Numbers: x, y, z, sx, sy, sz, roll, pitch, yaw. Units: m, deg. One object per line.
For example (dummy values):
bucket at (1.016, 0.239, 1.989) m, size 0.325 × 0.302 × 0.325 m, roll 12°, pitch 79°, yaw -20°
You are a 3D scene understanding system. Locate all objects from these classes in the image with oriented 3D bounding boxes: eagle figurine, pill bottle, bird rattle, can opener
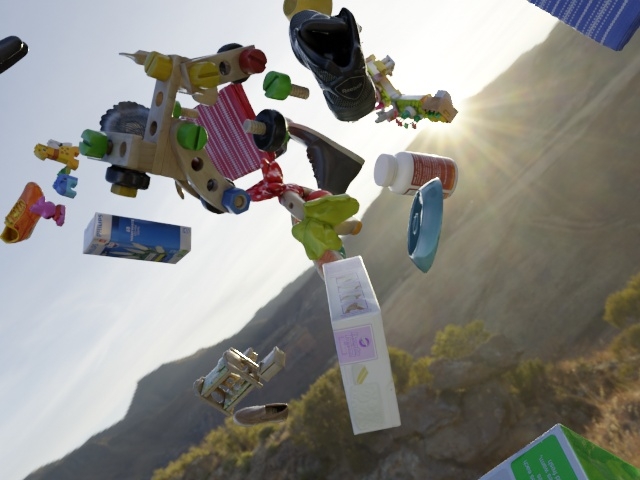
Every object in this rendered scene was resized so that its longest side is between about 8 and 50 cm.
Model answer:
eagle figurine at (-0.523, -0.289, 1.738) m, size 0.225 × 0.298 × 0.226 m, roll 8°, pitch -71°, yaw -48°
pill bottle at (0.263, -0.184, 1.572) m, size 0.121 × 0.216 × 0.121 m, roll -174°, pitch 90°, yaw -70°
bird rattle at (-0.027, -0.063, 1.152) m, size 0.207 × 0.253 × 0.143 m, roll 8°, pitch -72°, yaw -50°
can opener at (-0.475, -0.216, 0.748) m, size 0.186 × 0.073 × 0.059 m, roll -30°, pitch 19°, yaw -1°

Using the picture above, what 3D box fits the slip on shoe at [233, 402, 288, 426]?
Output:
slip on shoe at (-0.142, 0.420, 1.368) m, size 0.051 × 0.135 × 0.041 m, roll -107°, pitch 27°, yaw -49°

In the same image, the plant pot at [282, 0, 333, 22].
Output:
plant pot at (-0.045, -0.629, 1.528) m, size 0.095 × 0.134 × 0.134 m, roll 4°, pitch -40°, yaw -40°

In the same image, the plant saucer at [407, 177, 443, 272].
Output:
plant saucer at (0.127, -0.020, 0.702) m, size 0.119 × 0.021 × 0.119 m, roll -172°, pitch 90°, yaw -89°

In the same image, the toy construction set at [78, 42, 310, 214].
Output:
toy construction set at (-0.222, -0.188, 0.796) m, size 0.237 × 0.309 × 0.257 m, roll 1°, pitch -54°, yaw -40°

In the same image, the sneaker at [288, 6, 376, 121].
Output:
sneaker at (0.005, -0.277, 0.764) m, size 0.087 × 0.227 × 0.130 m, roll -21°, pitch -37°, yaw 0°

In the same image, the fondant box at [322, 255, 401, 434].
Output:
fondant box at (0.077, 0.197, 1.165) m, size 0.096 × 0.238 × 0.330 m, roll -12°, pitch 16°, yaw 0°

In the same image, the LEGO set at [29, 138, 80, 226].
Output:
LEGO set at (-0.597, -0.158, 1.254) m, size 0.093 × 0.227 × 0.087 m, roll 19°, pitch -41°, yaw -39°

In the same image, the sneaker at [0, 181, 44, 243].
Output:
sneaker at (-0.684, -0.058, 1.296) m, size 0.175 × 0.064 × 0.067 m, roll -58°, pitch -10°, yaw 24°

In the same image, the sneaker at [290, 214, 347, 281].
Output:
sneaker at (0.000, 0.000, 1.682) m, size 0.108 × 0.302 × 0.121 m, roll -25°, pitch -11°, yaw 8°

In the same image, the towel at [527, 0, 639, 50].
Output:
towel at (0.613, -0.613, 1.275) m, size 0.040 × 0.336 × 0.243 m, roll -15°, pitch -39°, yaw -36°

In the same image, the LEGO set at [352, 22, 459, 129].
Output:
LEGO set at (0.102, -0.245, 0.968) m, size 0.107 × 0.287 × 0.132 m, roll -31°, pitch -31°, yaw -14°

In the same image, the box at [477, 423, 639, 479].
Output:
box at (0.196, 0.295, 0.426) m, size 0.231 × 0.262 × 0.127 m, roll -48°, pitch 26°, yaw 24°

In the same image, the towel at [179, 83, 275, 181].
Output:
towel at (-0.230, -0.239, 1.338) m, size 0.275 × 0.199 × 0.031 m, roll -14°, pitch 17°, yaw 47°

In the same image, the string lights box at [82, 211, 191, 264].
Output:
string lights box at (-0.501, -0.002, 1.547) m, size 0.259 × 0.077 × 0.133 m, roll 9°, pitch -25°, yaw -32°

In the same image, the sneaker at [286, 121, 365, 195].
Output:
sneaker at (-0.014, -0.196, 1.369) m, size 0.118 × 0.222 × 0.083 m, roll -61°, pitch -9°, yaw 1°

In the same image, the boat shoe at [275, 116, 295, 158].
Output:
boat shoe at (-0.165, -0.257, 1.596) m, size 0.301 × 0.108 × 0.102 m, roll -12°, pitch 63°, yaw 57°

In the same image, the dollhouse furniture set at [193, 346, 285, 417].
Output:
dollhouse furniture set at (-0.171, 0.249, 1.217) m, size 0.182 × 0.101 × 0.161 m, roll -46°, pitch 19°, yaw 18°
